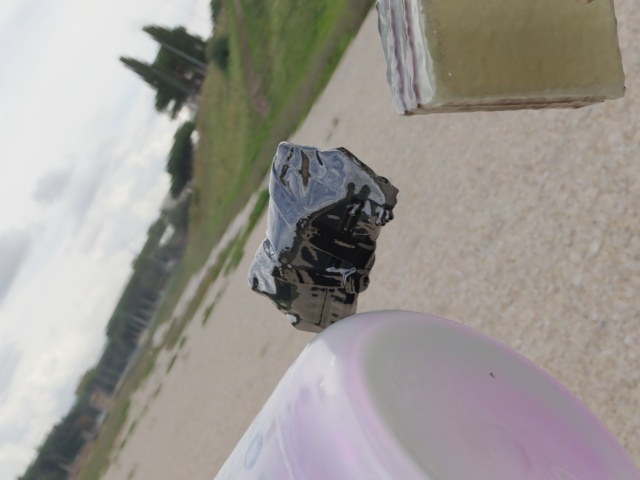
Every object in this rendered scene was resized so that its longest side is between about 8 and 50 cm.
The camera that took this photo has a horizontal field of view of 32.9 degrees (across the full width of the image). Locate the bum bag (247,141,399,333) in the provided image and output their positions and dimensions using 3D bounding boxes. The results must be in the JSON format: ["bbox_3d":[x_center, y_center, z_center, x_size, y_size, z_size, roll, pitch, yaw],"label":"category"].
[{"bbox_3d":[0.000,0.000,0.732,0.198,0.087,0.049,105,-169,-53],"label":"bum bag"}]

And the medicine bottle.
[{"bbox_3d":[0.029,0.233,0.684,0.325,0.256,0.256,-56,8,25],"label":"medicine bottle"}]

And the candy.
[{"bbox_3d":[0.249,-0.267,1.468,0.135,0.320,0.179,168,97,-67],"label":"candy"}]

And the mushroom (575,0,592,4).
[{"bbox_3d":[0.215,-0.324,1.085,0.207,0.215,0.207,-47,4,5],"label":"mushroom"}]
